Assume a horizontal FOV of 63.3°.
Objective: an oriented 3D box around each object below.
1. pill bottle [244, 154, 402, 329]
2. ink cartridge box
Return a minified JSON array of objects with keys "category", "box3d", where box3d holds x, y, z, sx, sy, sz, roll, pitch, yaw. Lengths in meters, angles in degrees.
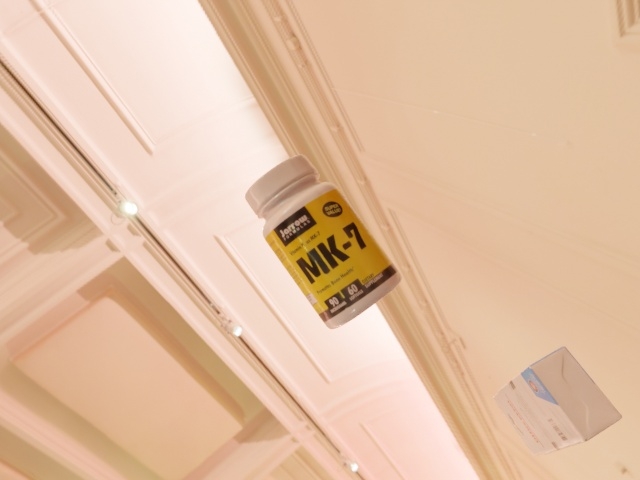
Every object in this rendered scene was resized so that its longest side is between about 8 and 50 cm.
[{"category":"pill bottle","box3d":[0.000,0.000,0.678,0.119,0.119,0.208,-35,-94,-12]},{"category":"ink cartridge box","box3d":[0.311,0.224,0.708,0.060,0.104,0.180,-27,-25,-12]}]
